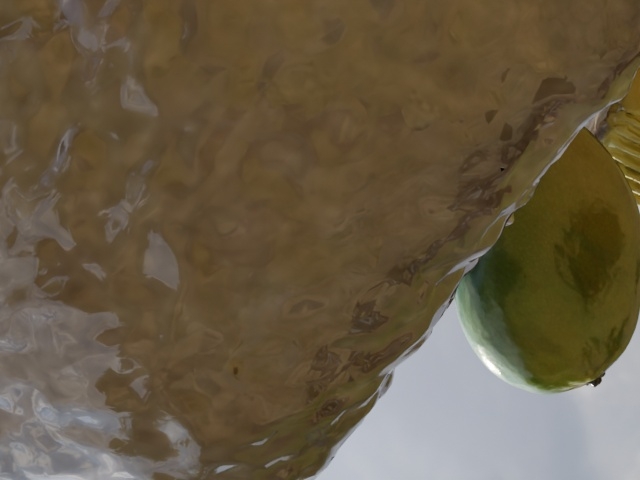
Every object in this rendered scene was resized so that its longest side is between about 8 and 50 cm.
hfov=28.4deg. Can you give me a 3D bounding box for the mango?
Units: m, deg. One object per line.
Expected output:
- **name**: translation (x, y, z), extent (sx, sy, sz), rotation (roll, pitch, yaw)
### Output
- **mango**: translation (0.143, 0.000, 0.791), extent (0.085, 0.122, 0.191), rotation (47, -138, -85)

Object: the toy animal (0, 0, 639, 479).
- **toy animal**: translation (-0.059, -0.027, 0.451), extent (0.226, 0.358, 0.188), rotation (35, -158, -1)

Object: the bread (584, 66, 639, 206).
- **bread**: translation (0.266, -0.125, 1.042), extent (0.114, 0.132, 0.191), rotation (23, -88, -16)
